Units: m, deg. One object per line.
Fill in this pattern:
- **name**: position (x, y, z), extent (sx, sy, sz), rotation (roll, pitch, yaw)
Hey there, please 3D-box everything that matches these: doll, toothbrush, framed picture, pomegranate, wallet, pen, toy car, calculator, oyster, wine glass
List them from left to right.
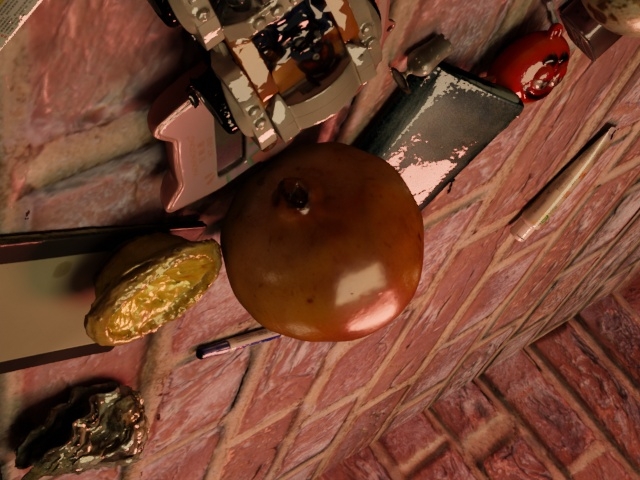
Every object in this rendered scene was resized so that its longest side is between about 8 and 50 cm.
- **framed picture**: position (-0.319, 0.076, 1.171), extent (0.347, 0.016, 0.265), rotation (-7, 143, -53)
- **oyster**: position (-0.338, 0.298, 1.472), extent (0.198, 0.112, 0.267), rotation (-49, 160, 28)
- **pen**: position (-0.132, 0.172, 1.662), extent (0.204, 0.025, 0.025), rotation (-12, 147, -50)
- **toy car**: position (-0.049, -0.209, 0.845), extent (0.193, 0.118, 0.301), rotation (-36, 150, -7)
- **calculator**: position (-0.048, -0.166, 1.071), extent (0.329, 0.048, 0.220), rotation (-33, 158, -20)
- **pomegranate**: position (0.000, 0.000, 1.228), extent (0.264, 0.264, 0.264), rotation (-32, 159, -14)
- **wallet**: position (0.109, -0.094, 1.402), extent (0.190, 0.046, 0.379), rotation (12, 131, -39)
- **wine glass**: position (0.130, -0.224, 1.237), extent (0.083, 0.042, 0.039), rotation (-38, 165, -11)
- **doll**: position (0.291, -0.231, 1.429), extent (0.183, 0.085, 0.217), rotation (-12, 156, -46)
- **toothbrush**: position (0.338, -0.319, 1.419), extent (0.011, 0.014, 0.167), rotation (-40, 161, 10)

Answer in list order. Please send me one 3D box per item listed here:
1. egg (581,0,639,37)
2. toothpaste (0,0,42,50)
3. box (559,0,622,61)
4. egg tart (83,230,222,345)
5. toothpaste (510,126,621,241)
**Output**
- **egg**: position (0.445, -0.354, 1.284), extent (0.231, 0.169, 0.169), rotation (-13, 151, -22)
- **toothpaste**: position (-0.244, -0.178, 0.733), extent (0.164, 0.034, 0.046), rotation (-44, 159, 16)
- **box**: position (0.458, -0.371, 1.428), extent (0.224, 0.069, 0.120), rotation (-43, 159, 9)
- **egg tart**: position (-0.205, 0.050, 1.175), extent (0.191, 0.074, 0.191), rotation (-34, 159, -15)
- **toothpaste**: position (0.521, -0.119, 2.082), extent (0.056, 0.058, 0.314), rotation (31, 113, -21)
